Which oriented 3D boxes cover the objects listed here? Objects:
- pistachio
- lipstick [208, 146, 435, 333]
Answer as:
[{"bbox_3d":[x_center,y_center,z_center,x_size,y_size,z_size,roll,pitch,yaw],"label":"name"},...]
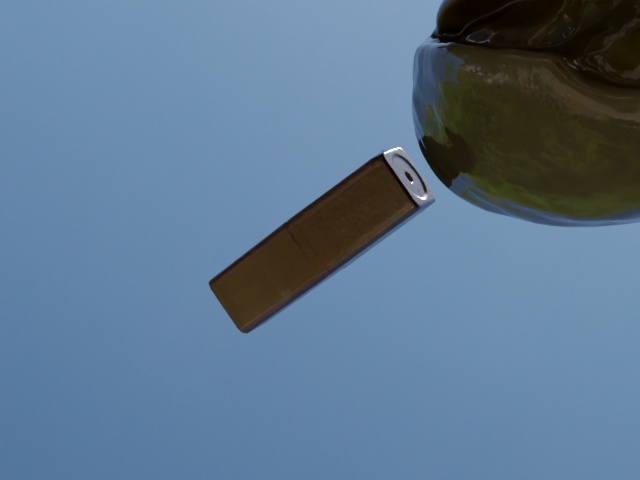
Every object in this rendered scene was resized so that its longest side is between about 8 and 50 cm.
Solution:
[{"bbox_3d":[0.165,-0.083,0.866,0.197,0.288,0.166,23,-96,-34],"label":"pistachio"},{"bbox_3d":[0.000,0.000,0.974,0.145,0.045,0.045,-36,-93,22],"label":"lipstick"}]
